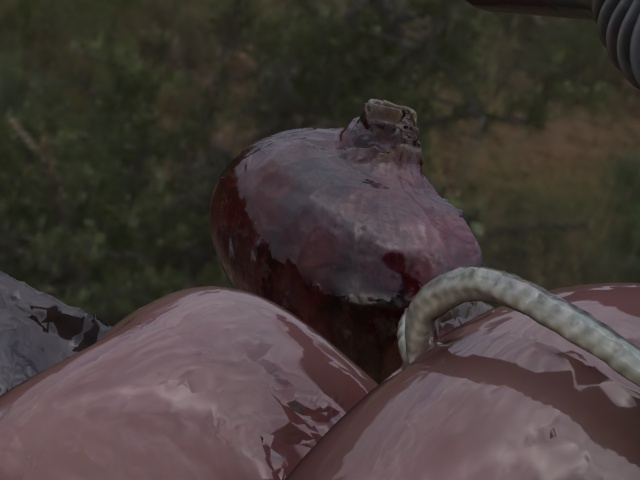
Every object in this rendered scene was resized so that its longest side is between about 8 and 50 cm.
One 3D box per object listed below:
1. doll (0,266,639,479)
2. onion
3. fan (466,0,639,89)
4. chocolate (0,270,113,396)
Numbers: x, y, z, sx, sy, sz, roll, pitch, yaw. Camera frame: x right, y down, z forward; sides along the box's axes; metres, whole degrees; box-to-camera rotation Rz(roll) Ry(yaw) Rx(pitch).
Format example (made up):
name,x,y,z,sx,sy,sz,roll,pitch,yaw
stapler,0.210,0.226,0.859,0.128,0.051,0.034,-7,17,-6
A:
name,x,y,z,sx,sy,sz,roll,pitch,yaw
doll,0.038,0.076,0.380,0.216,0.268,0.284,51,43,3
onion,0.000,0.000,0.860,0.098,0.151,0.206,-2,22,-31
fan,0.126,-0.113,0.593,0.074,0.130,0.244,12,5,-28
chocolate,-0.075,0.142,0.884,0.321,0.112,0.112,27,53,-16
